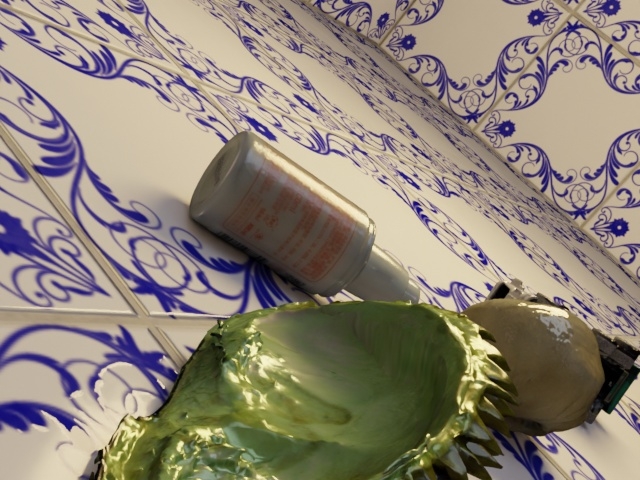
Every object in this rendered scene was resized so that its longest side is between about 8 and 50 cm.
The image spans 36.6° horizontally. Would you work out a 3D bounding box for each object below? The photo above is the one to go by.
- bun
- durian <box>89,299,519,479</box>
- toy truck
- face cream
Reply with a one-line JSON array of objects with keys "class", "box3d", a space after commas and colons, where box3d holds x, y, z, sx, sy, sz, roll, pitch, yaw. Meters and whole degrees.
[{"class": "bun", "box3d": [0.213, 0.142, 1.005, 0.173, 0.166, 0.113, 27, 62, -15]}, {"class": "durian", "box3d": [0.001, 0.105, 0.582, 0.198, 0.163, 0.394, 38, 22, 5]}, {"class": "toy truck", "box3d": [0.308, 0.142, 1.241, 0.253, 0.114, 0.124, 31, 5, -27]}, {"class": "face cream", "box3d": [0.000, 0.000, 0.948, 0.252, 0.101, 0.101, 33, 17, -21]}]
